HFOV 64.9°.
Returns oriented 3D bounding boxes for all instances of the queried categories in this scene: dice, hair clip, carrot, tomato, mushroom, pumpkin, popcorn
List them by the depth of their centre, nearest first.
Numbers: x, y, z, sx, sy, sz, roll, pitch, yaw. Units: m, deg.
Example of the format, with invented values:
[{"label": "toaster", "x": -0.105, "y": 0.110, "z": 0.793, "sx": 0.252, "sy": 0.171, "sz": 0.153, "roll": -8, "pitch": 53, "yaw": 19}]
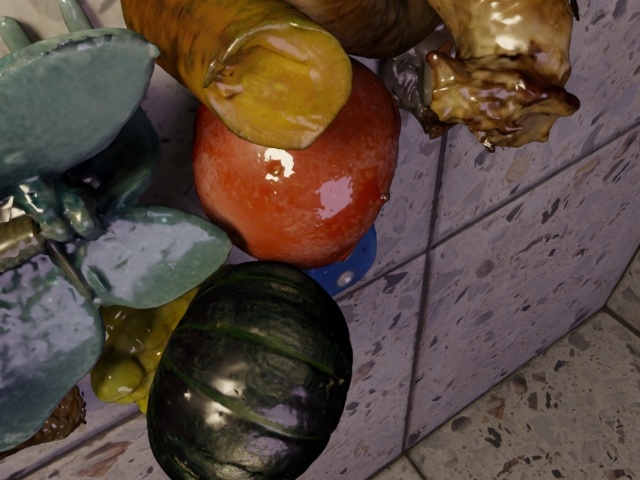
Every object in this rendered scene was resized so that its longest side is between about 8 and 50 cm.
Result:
[{"label": "mushroom", "x": 0.084, "y": -0.293, "z": 0.436, "sx": 0.331, "sy": 0.356, "sz": 0.334, "roll": 4, "pitch": 116, "yaw": -43}, {"label": "carrot", "x": -0.095, "y": -0.180, "z": 0.437, "sx": 0.114, "sy": 0.302, "sz": 0.114, "roll": -21, "pitch": 135, "yaw": -22}, {"label": "hair clip", "x": -0.286, "y": -0.051, "z": 0.448, "sx": 0.318, "sy": 0.238, "sz": 0.392, "roll": -32, "pitch": 142, "yaw": -15}, {"label": "pumpkin", "x": -0.068, "y": 0.148, "z": 0.533, "sx": 0.216, "sy": 0.250, "sz": 0.250, "roll": 33, "pitch": 103, "yaw": -24}, {"label": "tomato", "x": -0.033, "y": -0.102, "z": 0.607, "sx": 0.265, "sy": 0.265, "sz": 0.265, "roll": -24, "pitch": 139, "yaw": -22}, {"label": "popcorn", "x": -0.205, "y": 0.122, "z": 0.705, "sx": 0.241, "sy": 0.235, "sz": 0.250, "roll": -64, "pitch": 167, "yaw": -13}, {"label": "dice", "x": 0.000, "y": 0.000, "z": 0.830, "sx": 0.143, "sy": 0.146, "sz": 0.146, "roll": -26, "pitch": 140, "yaw": -23}]

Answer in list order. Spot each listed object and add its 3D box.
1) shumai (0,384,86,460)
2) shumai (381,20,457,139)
[{"label": "shumai", "x": -0.455, "y": 0.197, "z": 0.641, "sx": 0.185, "sy": 0.183, "sz": 0.218, "roll": -16, "pitch": 165, "yaw": 24}, {"label": "shumai", "x": 0.191, "y": -0.257, "z": 0.770, "sx": 0.201, "sy": 0.120, "sz": 0.201, "roll": -23, "pitch": 141, "yaw": -20}]
